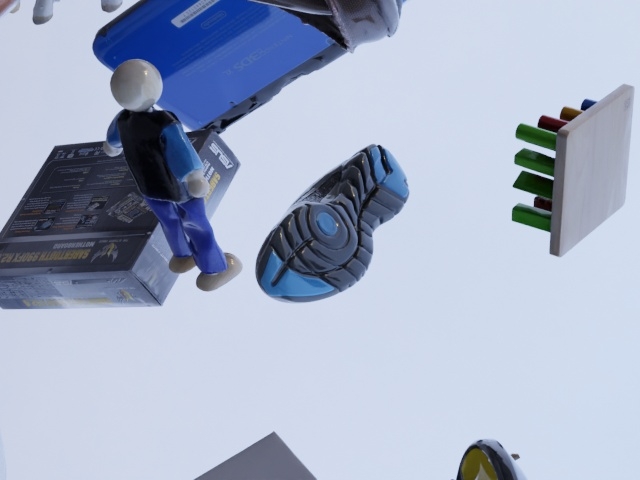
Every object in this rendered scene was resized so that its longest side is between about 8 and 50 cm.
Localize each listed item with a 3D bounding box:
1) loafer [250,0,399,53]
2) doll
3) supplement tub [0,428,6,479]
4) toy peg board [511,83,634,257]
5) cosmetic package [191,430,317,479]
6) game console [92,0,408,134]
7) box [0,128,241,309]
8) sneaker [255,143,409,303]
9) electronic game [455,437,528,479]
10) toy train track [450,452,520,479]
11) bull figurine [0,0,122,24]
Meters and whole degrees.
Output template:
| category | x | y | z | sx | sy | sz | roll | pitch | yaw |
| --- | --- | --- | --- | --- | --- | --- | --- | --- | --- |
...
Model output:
| category | x | y | z | sx | sy | sz | roll | pitch | yaw |
| --- | --- | --- | --- | --- | --- | --- | --- | --- | --- |
| loafer | -0.089 | -0.243 | 1.403 | 0.366 | 0.134 | 0.130 | 35 | -104 | 29 |
| doll | -0.117 | -0.052 | 1.256 | 0.046 | 0.189 | 0.129 | -38 | -137 | -23 |
| supplement tub | -0.385 | 0.175 | 1.153 | 0.228 | 0.316 | 0.228 | 1 | -88 | 22 |
| toy peg board | 0.291 | -0.091 | 1.991 | 0.079 | 0.160 | 0.161 | 20 | -54 | 31 |
| cosmetic package | -0.118 | 0.346 | 2.015 | 0.107 | 0.238 | 0.127 | 42 | -30 | 34 |
| game console | -0.045 | -0.243 | 1.757 | 0.293 | 0.250 | 0.173 | -29 | -143 | 36 |
| box | -0.211 | -0.019 | 1.675 | 0.231 | 0.056 | 0.183 | -4 | -132 | 39 |
| sneaker | 0.000 | 0.000 | 2.234 | 0.139 | 0.125 | 0.341 | -31 | -173 | 37 |
| electronic game | 0.136 | 0.273 | 1.352 | 0.229 | 0.048 | 0.229 | 179 | -90 | -81 |
| toy train track | 0.150 | 0.219 | 1.609 | 0.083 | 0.014 | 0.048 | -28 | 175 | 5 |
| bull figurine | -0.319 | -0.211 | 1.495 | 0.310 | 0.188 | 0.101 | -42 | -133 | -12 |
